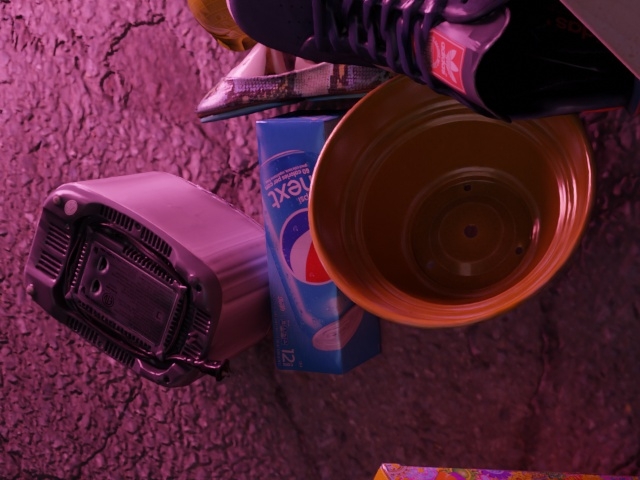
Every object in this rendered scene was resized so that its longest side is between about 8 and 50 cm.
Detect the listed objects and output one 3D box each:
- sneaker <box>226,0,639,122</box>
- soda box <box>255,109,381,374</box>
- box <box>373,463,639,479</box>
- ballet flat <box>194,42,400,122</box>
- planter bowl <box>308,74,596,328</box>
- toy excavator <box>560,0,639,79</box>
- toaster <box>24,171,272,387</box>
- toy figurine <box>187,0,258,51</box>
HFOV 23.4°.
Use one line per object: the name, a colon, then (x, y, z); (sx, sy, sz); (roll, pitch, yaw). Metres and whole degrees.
sneaker: (0.084, -0.153, 1.093); (0.350, 0.148, 0.131); (4, 128, 18)
soda box: (0.000, 0.000, 1.273); (0.067, 0.071, 0.210); (2, 103, 30)
box: (0.148, 0.327, 1.116); (0.177, 0.290, 0.279); (55, 130, 50)
ballet flat: (-0.020, -0.138, 1.258); (0.188, 0.070, 0.070); (-7, 99, 22)
planter bowl: (0.106, -0.021, 1.173); (0.217, 0.090, 0.217); (-7, 66, 15)
toy excavator: (0.282, -0.077, 0.868); (0.222, 0.445, 0.433); (-36, 83, 31)
toaster: (-0.126, 0.029, 1.309); (0.227, 0.146, 0.129); (30, 116, 22)
toy figurine: (-0.098, -0.321, 1.165); (0.191, 0.217, 0.363); (34, 116, 19)
